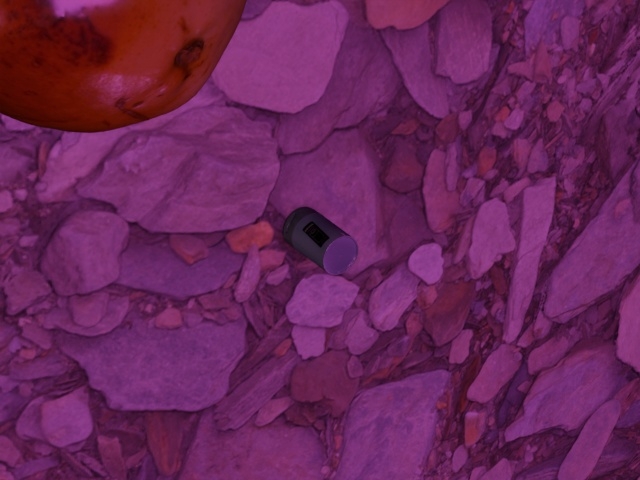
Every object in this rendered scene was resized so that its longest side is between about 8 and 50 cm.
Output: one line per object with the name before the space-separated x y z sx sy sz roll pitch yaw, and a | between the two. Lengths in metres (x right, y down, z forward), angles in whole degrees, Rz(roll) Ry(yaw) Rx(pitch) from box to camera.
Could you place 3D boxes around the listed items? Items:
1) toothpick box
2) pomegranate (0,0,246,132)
toothpick box | 0.000 0.000 1.228 0.052 0.083 0.052 -19 125 -30
pomegranate | -0.202 -0.239 0.799 0.319 0.319 0.319 -19 125 -29
